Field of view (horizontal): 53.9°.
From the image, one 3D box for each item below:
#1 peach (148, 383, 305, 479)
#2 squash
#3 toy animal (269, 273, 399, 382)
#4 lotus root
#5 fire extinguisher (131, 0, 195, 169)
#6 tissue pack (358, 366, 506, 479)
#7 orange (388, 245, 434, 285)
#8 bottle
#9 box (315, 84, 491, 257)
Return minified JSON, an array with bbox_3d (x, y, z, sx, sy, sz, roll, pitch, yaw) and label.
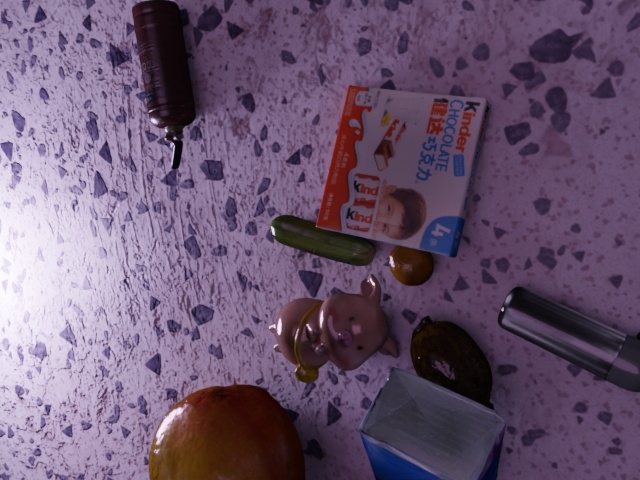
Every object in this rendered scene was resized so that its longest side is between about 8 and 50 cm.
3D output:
[{"bbox_3d":[-0.180,0.472,1.249,0.372,0.290,0.373,-11,69,30],"label":"peach"},{"bbox_3d":[0.000,0.000,1.230,0.229,0.066,0.066,17,104,27],"label":"squash"},{"bbox_3d":[0.010,0.178,1.206,0.248,0.149,0.165,-10,108,23],"label":"toy animal"},{"bbox_3d":[0.232,0.227,1.094,0.120,0.120,0.209,-40,75,28],"label":"lotus root"},{"bbox_3d":[-0.335,-0.330,1.369,0.138,0.102,0.344,-1,98,63],"label":"fire extinguisher"},{"bbox_3d":[0.188,0.357,1.051,0.198,0.146,0.263,21,151,25],"label":"tissue pack"},{"bbox_3d":[0.163,0.042,1.135,0.085,0.085,0.085,4,98,29],"label":"orange"},{"bbox_3d":[0.417,0.153,1.008,0.253,0.079,0.096,27,71,26],"label":"bottle"},{"bbox_3d":[0.141,-0.128,1.113,0.265,0.048,0.273,12,89,27],"label":"box"}]
